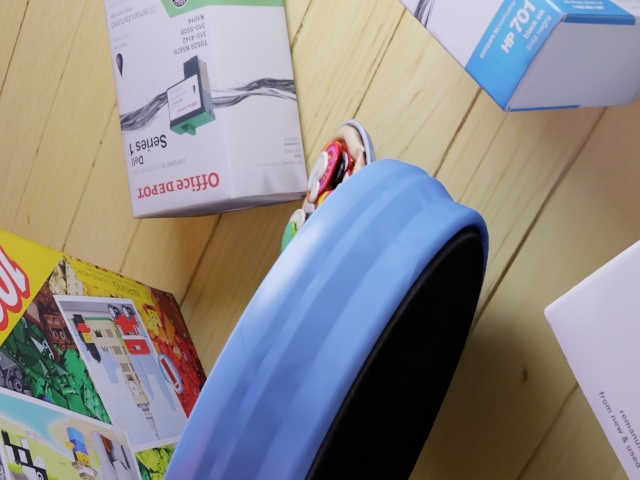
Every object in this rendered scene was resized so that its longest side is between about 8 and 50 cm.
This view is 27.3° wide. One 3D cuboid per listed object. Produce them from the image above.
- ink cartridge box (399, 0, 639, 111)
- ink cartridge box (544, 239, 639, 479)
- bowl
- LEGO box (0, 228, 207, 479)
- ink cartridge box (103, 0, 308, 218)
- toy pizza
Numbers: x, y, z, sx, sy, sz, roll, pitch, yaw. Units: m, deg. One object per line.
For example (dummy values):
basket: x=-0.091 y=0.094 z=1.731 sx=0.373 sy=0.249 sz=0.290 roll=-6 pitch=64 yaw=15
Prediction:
ink cartridge box: x=0.129 y=-0.176 z=0.891 sx=0.190 sy=0.140 sz=0.082 roll=52 pitch=131 yaw=29
ink cartridge box: x=0.306 y=0.044 z=0.689 sx=0.270 sy=0.198 sz=0.197 roll=-43 pitch=64 yaw=40
bowl: x=0.007 y=0.136 z=0.906 sx=0.077 sy=0.391 sz=0.391 roll=25 pitch=116 yaw=16
LEGO box: x=-0.233 y=0.205 z=1.057 sx=0.193 sy=0.500 sz=0.372 roll=-27 pitch=73 yaw=11
ink cartridge box: x=-0.105 y=-0.134 z=1.185 sx=0.160 sy=0.093 sz=0.219 roll=-9 pitch=88 yaw=48
toy pizza: x=0.000 y=0.000 z=1.063 sx=0.201 sy=0.032 sz=0.201 roll=-170 pitch=90 yaw=-76
